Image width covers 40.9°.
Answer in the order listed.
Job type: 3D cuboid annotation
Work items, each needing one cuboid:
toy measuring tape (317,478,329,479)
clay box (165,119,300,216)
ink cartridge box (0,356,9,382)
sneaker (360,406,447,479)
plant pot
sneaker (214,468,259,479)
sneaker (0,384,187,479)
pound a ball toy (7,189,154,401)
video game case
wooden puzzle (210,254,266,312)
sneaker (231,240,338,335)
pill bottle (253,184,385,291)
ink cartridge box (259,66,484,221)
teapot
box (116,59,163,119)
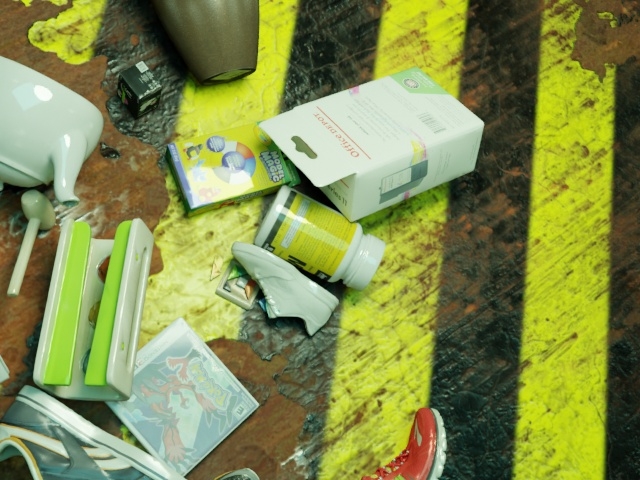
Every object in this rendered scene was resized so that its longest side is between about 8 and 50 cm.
[{"bbox_3d":[0.010,0.525,1.302,0.121,0.121,0.330,5,59,-14],"label":"toy measuring tape"},{"bbox_3d":[-0.150,-0.134,1.532,0.222,0.053,0.127,-18,79,-20],"label":"clay box"},{"bbox_3d":[-0.590,0.181,1.251,0.212,0.093,0.154,-30,116,-21],"label":"ink cartridge box"},{"bbox_3d":[0.128,0.398,1.415,0.118,0.107,0.279,21,67,-1],"label":"sneaker"},{"bbox_3d":[-0.194,-0.405,1.542,0.215,0.215,0.230,-16,92,-20],"label":"plant pot"},{"bbox_3d":[-0.173,0.438,1.325,0.084,0.083,0.215,46,65,4],"label":"sneaker"},{"bbox_3d":[-0.341,0.350,1.285,0.321,0.126,0.127,28,63,6],"label":"sneaker"},{"bbox_3d":[-0.384,0.087,1.364,0.208,0.135,0.319,0,66,6],"label":"pound a ball toy"},{"bbox_3d":[-0.232,0.256,1.399,0.183,0.023,0.201,-41,87,-23],"label":"video game case"},{"bbox_3d":[-0.139,0.074,1.489,0.116,0.014,0.078,22,68,-9],"label":"wooden puzzle"},{"bbox_3d":[-0.075,0.084,1.470,0.212,0.080,0.094,35,82,-10],"label":"sneaker"},{"bbox_3d":[0.000,0.000,1.496,0.209,0.119,0.119,27,67,-6],"label":"pill bottle"},{"bbox_3d":[0.086,-0.166,1.523,0.353,0.119,0.207,-22,52,-25],"label":"ink cartridge box"},{"bbox_3d":[-0.487,-0.169,1.363,0.253,0.256,0.187,27,84,-21],"label":"teapot"},{"bbox_3d":[-0.318,-0.264,1.509,0.052,0.083,0.062,-36,85,-24],"label":"box"}]
